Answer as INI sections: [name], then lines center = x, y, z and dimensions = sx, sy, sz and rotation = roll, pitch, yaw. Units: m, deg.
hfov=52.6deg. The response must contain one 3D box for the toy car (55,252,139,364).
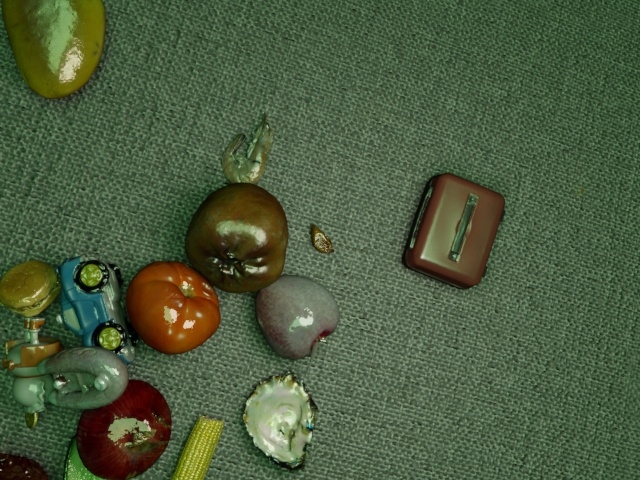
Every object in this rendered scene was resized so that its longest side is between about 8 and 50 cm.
[toy car]
center = -0.565, 0.186, 1.622
dimensions = 0.166, 0.198, 0.314
rotation = -18, 87, -4

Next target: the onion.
[onion]
center = -0.484, 0.470, 1.611
dimensions = 0.248, 0.161, 0.248
rotation = 4, 73, -14

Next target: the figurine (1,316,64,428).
[figurine]
center = -0.716, 0.325, 1.602
dimensions = 0.143, 0.143, 0.271
rotation = 13, 79, -9

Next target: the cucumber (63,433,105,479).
[cucumber]
center = -0.591, 0.602, 1.625
dimensions = 0.115, 0.063, 0.244
rotation = 5, 76, -35

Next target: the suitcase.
[suitcase]
center = 0.375, -0.027, 1.843
dimensions = 0.236, 0.161, 0.297
rotation = 21, 81, -7

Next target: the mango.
[mango]
center = -0.693, -0.550, 1.686
dimensions = 0.253, 0.182, 0.365
rotation = 1, 82, -12

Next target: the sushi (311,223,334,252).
[sushi]
center = 0.000, 0.000, 1.827
dimensions = 0.050, 0.047, 0.099
rotation = -28, 106, -1

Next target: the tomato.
[tomato]
center = -0.381, 0.173, 1.645
dimensions = 0.260, 0.260, 0.180
rotation = 40, 110, -4

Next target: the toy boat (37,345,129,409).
[toy boat]
center = -0.558, 0.328, 1.511
dimensions = 0.227, 0.085, 0.155
rotation = -8, 103, 15

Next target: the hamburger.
[hamburger]
center = -0.733, 0.118, 1.625
dimensions = 0.138, 0.083, 0.147
rotation = 18, 50, 27

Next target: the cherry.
[cherry]
center = -0.061, 0.204, 1.718
dimensions = 0.213, 0.183, 0.266
rotation = -38, 87, -23

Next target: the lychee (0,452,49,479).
[lychee]
center = -0.760, 0.611, 1.495
dimensions = 0.260, 0.260, 0.261
rotation = 1, 83, -11

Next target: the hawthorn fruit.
[hawthorn fruit]
center = -0.204, -0.024, 1.684
dimensions = 0.267, 0.301, 0.268
rotation = 1, 126, 1

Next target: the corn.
[corn]
center = -0.328, 0.575, 1.674
dimensions = 0.081, 0.081, 0.248
rotation = 22, 80, -8

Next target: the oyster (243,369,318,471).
[oyster]
center = -0.095, 0.489, 1.731
dimensions = 0.198, 0.092, 0.260
rotation = -26, 80, -13

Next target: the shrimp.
[shrimp]
center = -0.203, -0.258, 1.820
dimensions = 0.126, 0.047, 0.223
rotation = 17, 82, 2
